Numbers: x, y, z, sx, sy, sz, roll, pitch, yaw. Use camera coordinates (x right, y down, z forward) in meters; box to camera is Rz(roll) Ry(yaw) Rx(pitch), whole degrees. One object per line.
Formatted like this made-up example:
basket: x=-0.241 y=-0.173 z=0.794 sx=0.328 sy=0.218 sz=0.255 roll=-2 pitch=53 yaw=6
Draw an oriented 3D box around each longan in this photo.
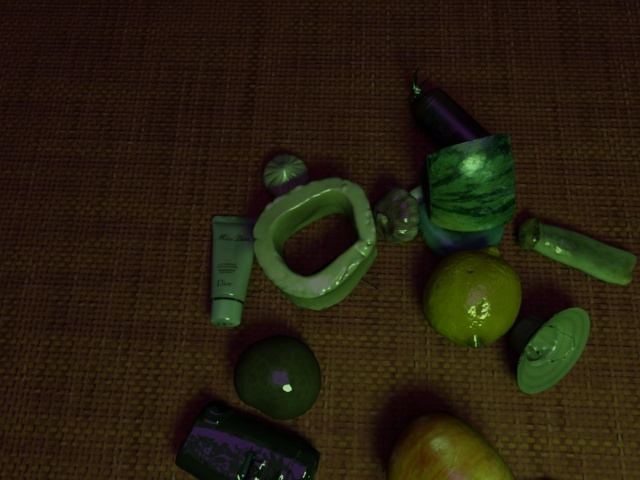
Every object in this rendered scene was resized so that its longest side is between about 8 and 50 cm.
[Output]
longan: x=-0.103 y=0.331 z=1.108 sx=0.213 sy=0.198 sz=0.197 roll=4 pitch=75 yaw=11

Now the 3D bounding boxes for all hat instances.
hat: x=0.543 y=0.252 z=1.138 sx=0.252 sy=0.252 sz=0.110 roll=-39 pitch=35 yaw=-8

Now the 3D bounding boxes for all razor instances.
razor: x=-0.175 y=0.530 z=1.094 sx=0.327 sy=0.107 sz=0.189 roll=23 pitch=77 yaw=9

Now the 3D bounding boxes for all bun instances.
bun: x=-0.102 y=-0.191 z=1.294 sx=0.139 sy=0.094 sz=0.138 roll=-1 pitch=72 yaw=3

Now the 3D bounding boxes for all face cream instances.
face cream: x=-0.243 y=0.076 z=1.240 sx=0.143 sy=0.089 sz=0.314 roll=1 pitch=64 yaw=2

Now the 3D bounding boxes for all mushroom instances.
mushroom: x=0.683 y=0.027 z=1.219 sx=0.313 sy=0.081 sz=0.099 roll=22 pitch=80 yaw=3

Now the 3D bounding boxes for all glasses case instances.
glasses case: x=0.327 y=-0.145 z=1.292 sx=0.164 sy=0.041 sz=0.063 roll=-30 pitch=82 yaw=-6

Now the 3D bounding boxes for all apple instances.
apple: x=0.282 y=0.529 z=1.001 sx=0.233 sy=0.286 sz=0.286 roll=-42 pitch=78 yaw=-9

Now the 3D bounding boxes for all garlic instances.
garlic: x=0.201 y=-0.066 z=1.228 sx=0.102 sy=0.147 sz=0.158 roll=-12 pitch=103 yaw=-38

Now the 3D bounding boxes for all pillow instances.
pillow: x=0.388 y=-0.051 z=1.239 sx=0.234 sy=0.086 sz=0.214 roll=-28 pitch=81 yaw=-6

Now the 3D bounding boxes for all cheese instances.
cheese: x=0.002 y=0.003 z=1.195 sx=0.332 sy=0.153 sz=0.292 roll=-37 pitch=69 yaw=-5

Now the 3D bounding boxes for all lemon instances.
lemon: x=0.376 y=0.137 z=1.119 sx=0.229 sy=0.228 sz=0.253 roll=32 pitch=75 yaw=10

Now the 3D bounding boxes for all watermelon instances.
watermelon: x=0.373 y=-0.168 z=1.159 sx=0.213 sy=0.261 sz=0.201 roll=-9 pitch=39 yaw=4

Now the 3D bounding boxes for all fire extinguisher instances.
fire extinguisher: x=0.373 y=-0.341 z=1.298 sx=0.114 sy=0.135 sz=0.337 roll=-34 pitch=75 yaw=-33

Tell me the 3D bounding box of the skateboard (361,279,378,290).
skateboard: x=0.113 y=0.130 z=1.235 sx=0.083 sy=0.032 sz=0.063 roll=27 pitch=88 yaw=11
